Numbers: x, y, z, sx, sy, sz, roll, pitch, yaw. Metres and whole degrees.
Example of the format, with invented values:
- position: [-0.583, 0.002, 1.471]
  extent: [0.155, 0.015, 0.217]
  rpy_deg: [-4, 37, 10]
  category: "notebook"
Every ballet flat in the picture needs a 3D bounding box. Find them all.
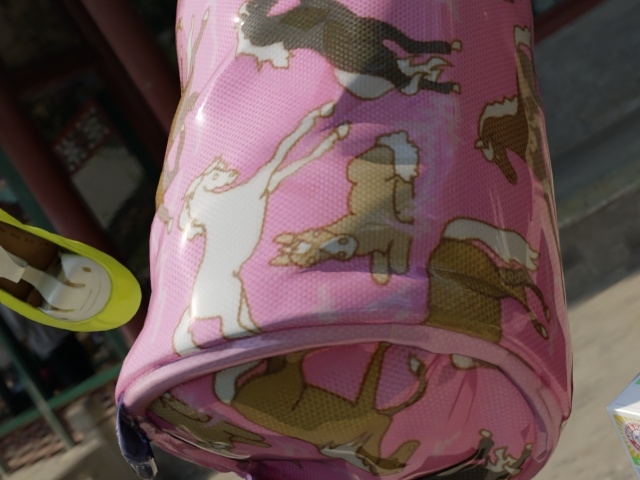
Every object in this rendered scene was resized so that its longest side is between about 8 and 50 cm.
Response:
- position: [-0.238, 0.024, 1.059]
  extent: [0.077, 0.231, 0.077]
  rpy_deg: [-60, 31, 0]
  category: "ballet flat"

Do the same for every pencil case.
- position: [0.005, -0.087, 0.531]
  extent: [0.167, 0.386, 0.160]
  rpy_deg: [-12, -32, 20]
  category: "pencil case"

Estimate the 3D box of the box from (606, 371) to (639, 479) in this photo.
- position: [0.368, 0.172, 1.130]
  extent: [0.103, 0.114, 0.203]
  rpy_deg: [-38, 23, -26]
  category: "box"
